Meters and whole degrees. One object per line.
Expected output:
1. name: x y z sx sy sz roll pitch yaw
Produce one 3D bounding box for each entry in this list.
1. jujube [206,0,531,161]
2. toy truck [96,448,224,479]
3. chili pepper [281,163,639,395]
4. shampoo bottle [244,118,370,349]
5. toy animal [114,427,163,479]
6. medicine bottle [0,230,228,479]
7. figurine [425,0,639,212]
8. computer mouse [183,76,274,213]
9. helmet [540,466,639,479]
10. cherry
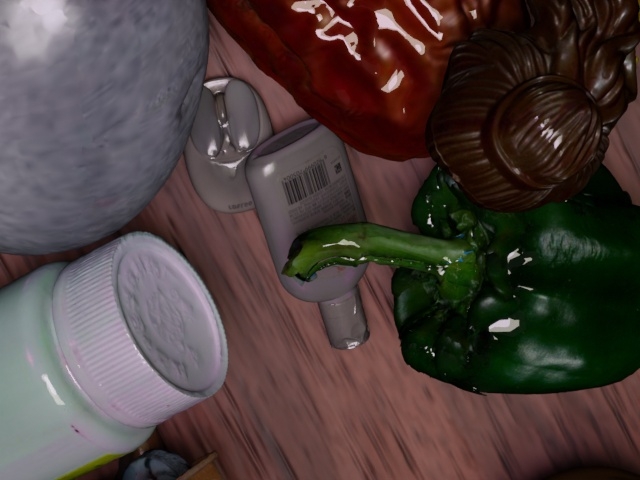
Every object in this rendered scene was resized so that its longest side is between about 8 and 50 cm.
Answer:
1. jujube: 0.024 -0.169 1.233 0.250 0.174 0.174 41 99 -4
2. toy truck: -0.186 0.293 1.298 0.338 0.133 0.184 -32 89 28
3. chili pepper: 0.111 0.025 1.266 0.261 0.165 0.174 3 120 -32
4. shampoo bottle: 0.000 0.000 1.322 0.080 0.040 0.165 -33 120 -29
5. toy animal: -0.115 0.197 1.365 0.229 0.066 0.224 36 101 -2
6. medicine bottle: -0.187 0.094 1.267 0.225 0.139 0.139 -28 104 25
7. figurine: 0.184 -0.137 1.177 0.315 0.168 0.187 -43 128 -24
8. computer mouse: -0.064 -0.065 1.315 0.066 0.039 0.096 -9 103 -1
9. helmet: 0.201 0.258 1.361 0.198 0.130 0.224 -10 114 4
10. cherry: -0.194 -0.127 1.199 0.255 0.218 0.296 3 121 18
